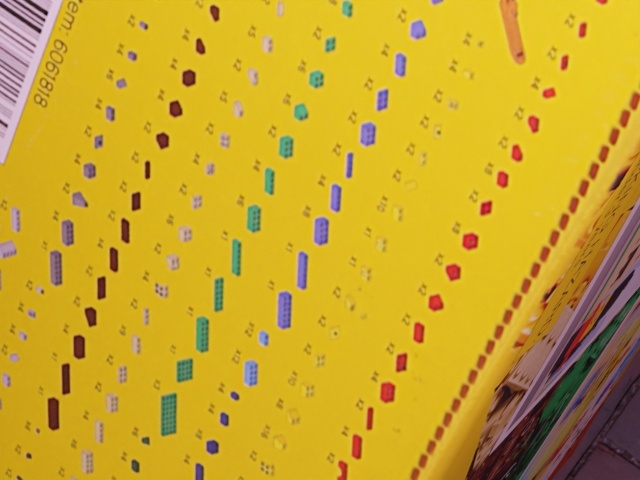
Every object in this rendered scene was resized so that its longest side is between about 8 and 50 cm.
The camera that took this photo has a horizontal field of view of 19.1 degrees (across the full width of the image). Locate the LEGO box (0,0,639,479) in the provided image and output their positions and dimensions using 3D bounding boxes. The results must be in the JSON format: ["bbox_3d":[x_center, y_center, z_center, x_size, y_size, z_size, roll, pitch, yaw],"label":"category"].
[{"bbox_3d":[0.045,-0.071,0.606,0.372,0.193,0.500,-38,159,-53],"label":"LEGO box"}]
